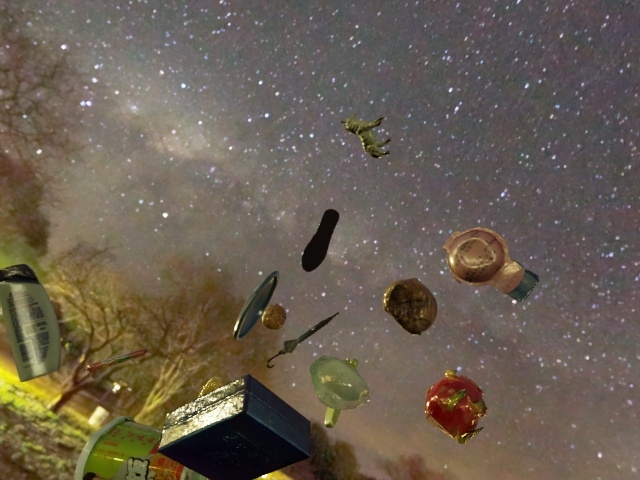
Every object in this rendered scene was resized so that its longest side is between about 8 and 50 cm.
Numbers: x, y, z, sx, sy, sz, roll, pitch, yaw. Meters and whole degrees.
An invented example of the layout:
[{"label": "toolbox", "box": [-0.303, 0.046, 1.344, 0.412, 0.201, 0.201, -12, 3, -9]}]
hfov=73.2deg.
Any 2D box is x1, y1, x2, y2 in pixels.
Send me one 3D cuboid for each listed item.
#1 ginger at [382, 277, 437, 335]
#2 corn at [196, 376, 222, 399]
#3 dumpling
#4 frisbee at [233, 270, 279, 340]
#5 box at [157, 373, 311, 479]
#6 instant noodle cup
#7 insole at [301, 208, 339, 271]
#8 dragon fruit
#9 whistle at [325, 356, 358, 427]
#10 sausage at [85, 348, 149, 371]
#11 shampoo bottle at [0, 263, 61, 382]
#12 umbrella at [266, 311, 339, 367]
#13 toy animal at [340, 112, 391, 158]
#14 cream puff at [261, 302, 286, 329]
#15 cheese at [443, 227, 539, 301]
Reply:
[{"label": "ginger", "box": [0.377, 0.264, 1.840, 0.269, 0.200, 0.223, 44, -1, -10]}, {"label": "corn", "box": [-0.490, 0.675, 1.835, 0.067, 0.206, 0.067, 26, -27, 14]}, {"label": "dumpling", "box": [0.054, 0.463, 1.361, 0.216, 0.149, 0.105, 34, -25, 11]}, {"label": "frisbee", "box": [-0.241, 0.230, 1.568, 0.049, 0.290, 0.290, 29, -28, 7]}, {"label": "box", "box": [-0.208, 0.492, 1.086, 0.278, 0.116, 0.261, -30, -59, 17]}, {"label": "instant noodle cup", "box": [-0.515, 0.700, 1.296, 0.307, 0.294, 0.294, 5, -34, 9]}, {"label": "insole", "box": [0.000, 0.000, 2.038, 0.109, 0.323, 0.007, 23, -4, 13]}, {"label": "dragon fruit", "box": [0.497, 0.602, 1.577, 0.224, 0.227, 0.224, 47, -8, 9]}, {"label": "whistle", "box": [0.073, 0.565, 1.624, 0.106, 0.289, 0.131, 40, -47, -19]}, {"label": "sausage", "box": [-0.755, 0.444, 1.605, 0.029, 0.222, 0.030, 166, -90, -70]}, {"label": "shampoo bottle", "box": [-0.919, 0.253, 1.371, 0.078, 0.134, 0.360, -29, -103, 60]}, {"label": "umbrella", "box": [-0.058, 0.289, 1.303, 0.044, 0.268, 0.044, 43, -17, 37]}, {"label": "toy animal", "box": [0.192, -0.437, 1.796, 0.175, 0.073, 0.217, -15, -81, 32]}, {"label": "cream puff", "box": [-0.229, 0.388, 2.193, 0.103, 0.144, 0.127, -21, -75, 28]}, {"label": "cheese", "box": [0.501, 0.069, 1.292, 0.285, 0.189, 0.074, 36, 6, 32]}]
